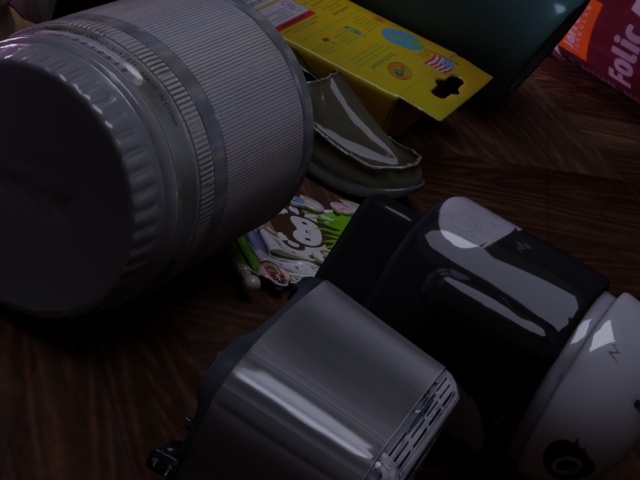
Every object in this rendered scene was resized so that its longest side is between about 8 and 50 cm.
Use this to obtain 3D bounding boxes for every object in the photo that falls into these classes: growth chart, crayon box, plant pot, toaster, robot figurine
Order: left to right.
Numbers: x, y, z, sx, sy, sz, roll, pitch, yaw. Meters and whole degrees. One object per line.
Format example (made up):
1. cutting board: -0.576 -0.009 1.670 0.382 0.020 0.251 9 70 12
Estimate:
1. toaster: -0.003 0.129 1.002 0.146 0.129 0.227 31 28 11
2. growth chart: 0.000 0.000 1.342 0.237 0.021 0.172 3 33 -33
3. crayon box: 0.014 -0.201 1.634 0.318 0.081 0.202 29 29 13
4. plant pot: 0.180 -0.311 1.777 0.255 0.271 0.272 42 31 7
5. robot figurine: 0.132 0.077 1.147 0.278 0.173 0.209 31 32 16

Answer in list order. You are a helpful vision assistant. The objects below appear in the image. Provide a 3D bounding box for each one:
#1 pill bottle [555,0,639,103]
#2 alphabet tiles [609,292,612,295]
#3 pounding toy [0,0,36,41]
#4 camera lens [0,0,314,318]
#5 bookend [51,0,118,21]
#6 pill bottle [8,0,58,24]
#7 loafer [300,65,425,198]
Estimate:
1. pill bottle: 0.452 -0.305 1.981 0.392 0.224 0.224 36 31 25
2. alphabet tiles: 0.256 0.065 1.370 0.198 0.009 0.237 23 20 -25
3. pounding toy: -0.334 -0.166 1.341 0.154 0.155 0.269 -30 42 -22
4. camera lens: -0.150 -0.077 1.153 0.219 0.219 0.274 31 30 16
5. bookend: -0.181 -0.216 1.441 0.156 0.157 0.072 10 31 -20
6. pill bottle: -0.313 -0.355 1.566 0.176 0.176 0.318 -8 40 -43
7. loafer: 0.000 -0.126 1.487 0.251 0.087 0.094 31 29 15
